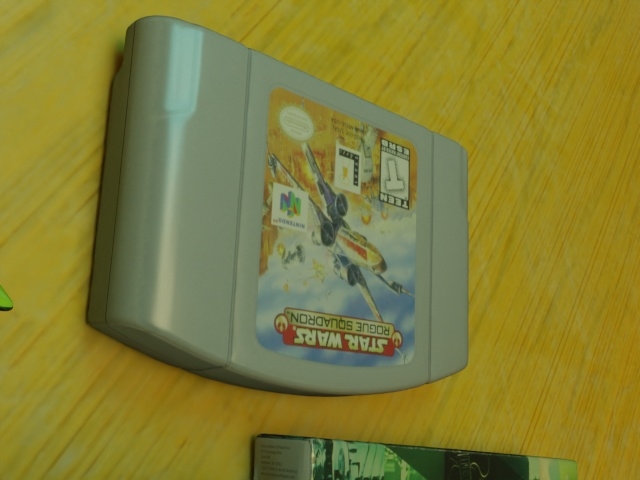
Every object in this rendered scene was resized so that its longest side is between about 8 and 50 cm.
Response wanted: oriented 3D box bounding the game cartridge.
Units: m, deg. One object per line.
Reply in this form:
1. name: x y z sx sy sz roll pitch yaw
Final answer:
1. game cartridge: 0.000 0.000 0.503 0.297 0.062 0.198 14 69 -43

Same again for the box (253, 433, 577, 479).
1. box: 0.080 0.261 0.533 0.322 0.058 0.232 18 71 -44

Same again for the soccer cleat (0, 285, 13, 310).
1. soccer cleat: -0.186 0.071 0.297 0.072 0.060 0.179 49 50 -30
